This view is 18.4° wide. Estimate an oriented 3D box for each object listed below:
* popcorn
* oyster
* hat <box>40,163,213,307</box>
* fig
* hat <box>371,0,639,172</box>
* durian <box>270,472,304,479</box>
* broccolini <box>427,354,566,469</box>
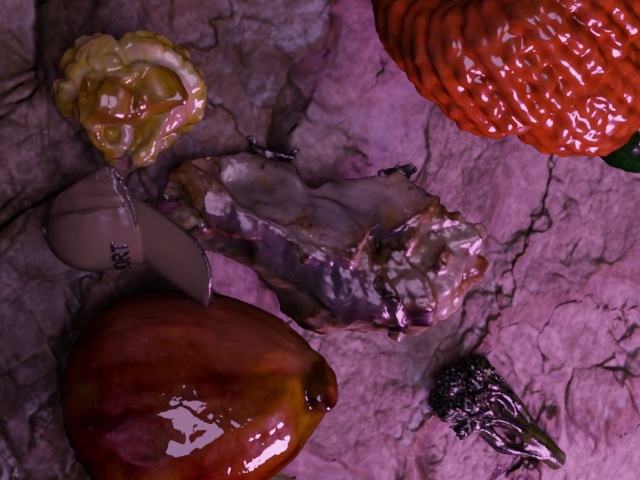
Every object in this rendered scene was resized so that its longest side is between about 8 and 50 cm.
[{"bbox_3d":[-0.176,-0.137,1.854,0.125,0.126,0.145,-38,139,18],"label":"popcorn"},{"bbox_3d":[0.004,-0.005,1.950,0.337,0.133,0.198,26,115,-14],"label":"oyster"},{"bbox_3d":[-0.178,0.014,1.846,0.175,0.147,0.085,38,74,14],"label":"hat"},{"bbox_3d":[-0.124,0.158,1.909,0.263,0.224,0.224,-6,106,-24],"label":"fig"},{"bbox_3d":[0.229,-0.171,1.960,0.285,0.285,0.400,-42,129,-7],"label":"hat"},{"bbox_3d":[-0.093,0.320,2.000,0.252,0.139,0.144,-26,108,-14],"label":"durian"},{"bbox_3d":[0.205,0.192,2.128,0.202,0.068,0.091,30,72,-27],"label":"broccolini"}]
